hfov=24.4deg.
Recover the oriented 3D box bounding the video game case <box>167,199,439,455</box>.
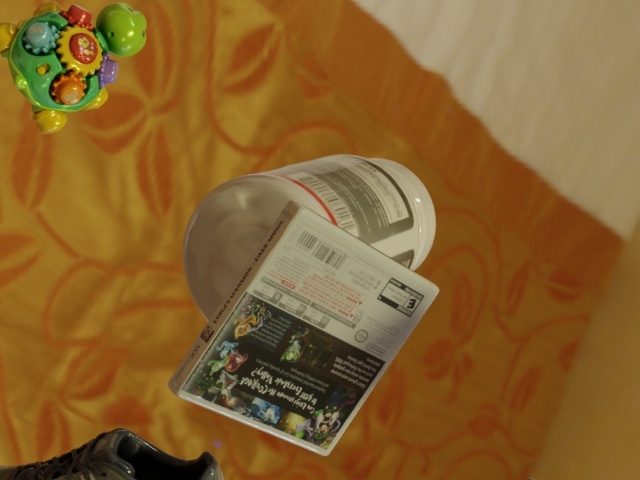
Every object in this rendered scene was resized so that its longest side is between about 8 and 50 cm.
[{"bbox_3d":[-0.009,0.075,1.182,0.190,0.022,0.173,30,95,-46],"label":"video game case"}]

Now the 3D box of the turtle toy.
[{"bbox_3d":[-0.194,-0.149,1.178,0.130,0.066,0.095,-38,104,-43],"label":"turtle toy"}]

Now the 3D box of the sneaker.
[{"bbox_3d":[-0.225,0.231,1.405,0.111,0.300,0.121,-93,-170,-63],"label":"sneaker"}]

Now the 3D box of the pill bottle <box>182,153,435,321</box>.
[{"bbox_3d":[0.000,0.000,1.457,0.283,0.161,0.161,-19,121,-64],"label":"pill bottle"}]

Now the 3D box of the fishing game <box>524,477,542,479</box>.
[{"bbox_3d":[0.104,0.257,0.827,0.264,0.041,0.189,-44,111,-48],"label":"fishing game"}]
